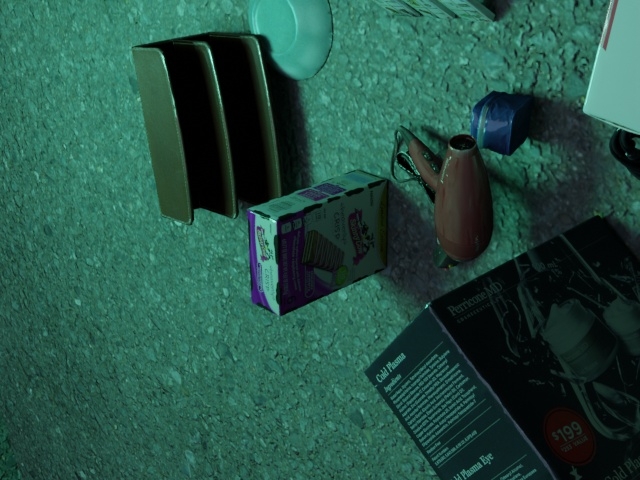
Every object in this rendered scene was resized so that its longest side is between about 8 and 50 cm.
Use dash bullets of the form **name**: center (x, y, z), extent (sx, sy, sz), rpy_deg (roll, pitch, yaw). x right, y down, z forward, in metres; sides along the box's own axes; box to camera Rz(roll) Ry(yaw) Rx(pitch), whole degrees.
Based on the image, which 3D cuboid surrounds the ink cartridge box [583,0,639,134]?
- **ink cartridge box**: center (0.380, -0.214, 1.110), extent (0.092, 0.218, 0.159), rpy_deg (27, 126, 31)

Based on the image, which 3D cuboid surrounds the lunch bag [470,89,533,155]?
- **lunch bag**: center (0.235, -0.158, 1.398), extent (0.065, 0.098, 0.067), rpy_deg (16, 118, 23)

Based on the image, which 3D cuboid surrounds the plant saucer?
- **plant saucer**: center (-0.061, -0.348, 1.690), extent (0.195, 0.037, 0.195), rpy_deg (22, 122, 41)

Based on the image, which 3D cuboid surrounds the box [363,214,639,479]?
- **box**: center (0.290, 0.182, 1.294), extent (0.312, 0.343, 0.179), rpy_deg (53, 140, 16)

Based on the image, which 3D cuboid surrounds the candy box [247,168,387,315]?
- **candy box**: center (0.000, 0.000, 1.624), extent (0.071, 0.233, 0.159), rpy_deg (22, 123, 41)

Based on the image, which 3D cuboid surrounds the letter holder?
- **letter holder**: center (-0.182, -0.185, 1.781), extent (0.214, 0.152, 0.302), rpy_deg (19, 121, 55)

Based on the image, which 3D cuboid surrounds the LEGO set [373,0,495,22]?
- **LEGO set**: center (0.097, -0.356, 1.383), extent (0.182, 0.244, 0.060), rpy_deg (16, 86, 44)

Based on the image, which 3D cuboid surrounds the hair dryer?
- **hair dryer**: center (0.157, -0.072, 1.465), extent (0.224, 0.080, 0.293), rpy_deg (62, 163, 5)

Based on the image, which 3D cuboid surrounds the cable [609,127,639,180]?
- **cable**: center (0.399, -0.087, 1.208), extent (0.150, 0.047, 0.184), rpy_deg (22, 169, 2)
